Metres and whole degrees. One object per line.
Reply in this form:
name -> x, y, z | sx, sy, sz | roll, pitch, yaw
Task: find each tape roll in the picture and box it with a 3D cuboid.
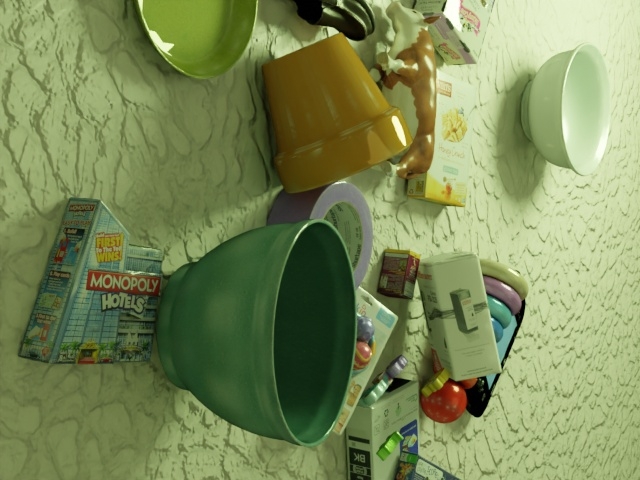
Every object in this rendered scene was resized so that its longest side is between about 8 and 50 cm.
tape roll -> 0.000, 0.000, 1.577 | 0.189, 0.080, 0.189 | -8, 100, -55

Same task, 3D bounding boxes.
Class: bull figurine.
bull figurine -> 0.137, -0.252, 1.728 | 0.188, 0.101, 0.310 | -19, 107, -49

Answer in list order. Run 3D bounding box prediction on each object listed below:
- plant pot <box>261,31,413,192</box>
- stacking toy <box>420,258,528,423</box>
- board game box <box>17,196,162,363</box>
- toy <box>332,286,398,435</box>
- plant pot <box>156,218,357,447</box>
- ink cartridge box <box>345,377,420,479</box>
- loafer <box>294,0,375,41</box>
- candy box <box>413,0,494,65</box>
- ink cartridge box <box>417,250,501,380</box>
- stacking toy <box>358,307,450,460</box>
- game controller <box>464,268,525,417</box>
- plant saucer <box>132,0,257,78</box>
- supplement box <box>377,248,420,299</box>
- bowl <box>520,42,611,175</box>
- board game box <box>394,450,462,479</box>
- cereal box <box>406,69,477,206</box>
plant pot -> 0.008, -0.195, 1.482 | 0.205, 0.205, 0.188 | -34, 106, -48
stacking toy -> 0.289, 0.204, 1.981 | 0.141, 0.141, 0.330 | 50, 58, -45
board game box -> -0.260, 0.050, 1.227 | 0.194, 0.060, 0.194 | 9, 87, -55
toy -> 0.041, 0.179, 1.633 | 0.137, 0.056, 0.237 | 39, 63, -17
plant pot -> -0.091, 0.116, 1.335 | 0.293, 0.196, 0.293 | 1, 90, -69
ink cartridge box -> 0.117, 0.427, 1.812 | 0.165, 0.065, 0.332 | -16, 105, -54
loafer -> -0.001, -0.359, 1.543 | 0.220, 0.080, 0.078 | 30, 73, -42
candy box -> 0.258, -0.455, 1.898 | 0.165, 0.070, 0.196 | 41, 60, -49
ink cartridge box -> 0.246, 0.133, 1.835 | 0.158, 0.092, 0.217 | 177, -98, -83
stacking toy -> 0.110, 0.238, 1.712 | 0.167, 0.052, 0.221 | 47, 48, -2
game controller -> 0.370, 0.217, 2.146 | 0.319, 0.067, 0.166 | -59, 138, -31
plant saucer -> -0.170, -0.334, 1.329 | 0.241, 0.037, 0.240 | -8, 100, -55
supplement box -> 0.141, 0.060, 1.808 | 0.043, 0.055, 0.083 | 25, 74, -53
bowl -> 0.539, -0.293, 2.266 | 0.298, 0.134, 0.297 | -11, 104, -54
board game box -> 0.189, 0.474, 1.835 | 0.201, 0.035, 0.136 | 40, 62, -49
cereal box -> 0.231, -0.190, 1.913 | 0.173, 0.047, 0.240 | 7, 89, -55
